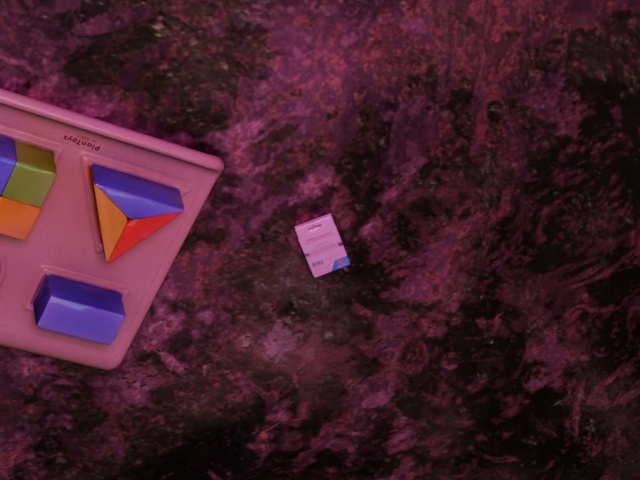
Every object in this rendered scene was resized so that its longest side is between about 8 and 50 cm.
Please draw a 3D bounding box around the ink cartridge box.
[{"bbox_3d":[0.000,0.000,1.686,0.048,0.028,0.083,-20,131,1],"label":"ink cartridge box"}]

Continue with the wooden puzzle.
[{"bbox_3d":[-0.314,0.008,1.572,0.322,0.080,0.348,16,122,-27],"label":"wooden puzzle"}]
